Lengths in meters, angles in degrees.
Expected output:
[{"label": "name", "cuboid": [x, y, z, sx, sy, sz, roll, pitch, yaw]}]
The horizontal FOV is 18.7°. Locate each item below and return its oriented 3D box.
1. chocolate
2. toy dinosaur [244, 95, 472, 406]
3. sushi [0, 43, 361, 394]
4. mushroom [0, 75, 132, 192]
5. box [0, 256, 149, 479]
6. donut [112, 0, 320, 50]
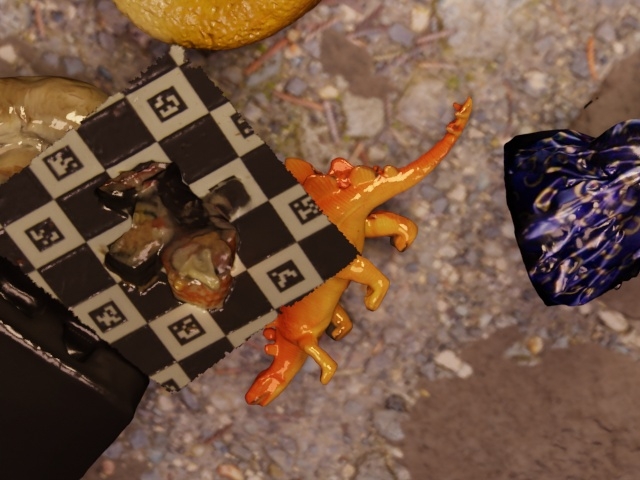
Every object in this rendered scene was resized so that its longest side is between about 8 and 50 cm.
[{"label": "chocolate", "cuboid": [0.272, -0.076, 1.245, 0.343, 0.126, 0.148, -27, 99, 23]}, {"label": "toy dinosaur", "cuboid": [0.000, 0.000, 1.378, 0.117, 0.070, 0.288, 28, 115, -3]}, {"label": "sushi", "cuboid": [-0.104, -0.015, 1.325, 0.193, 0.040, 0.210, -37, 119, 13]}, {"label": "mushroom", "cuboid": [-0.197, -0.052, 1.363, 0.148, 0.112, 0.148, 10, 122, 17]}, {"label": "box", "cuboid": [-0.294, 0.089, 1.446, 0.290, 0.073, 0.289, 34, 140, -7]}, {"label": "donut", "cuboid": [-0.068, -0.206, 1.273, 0.190, 0.074, 0.174, -17, 114, 20]}]
